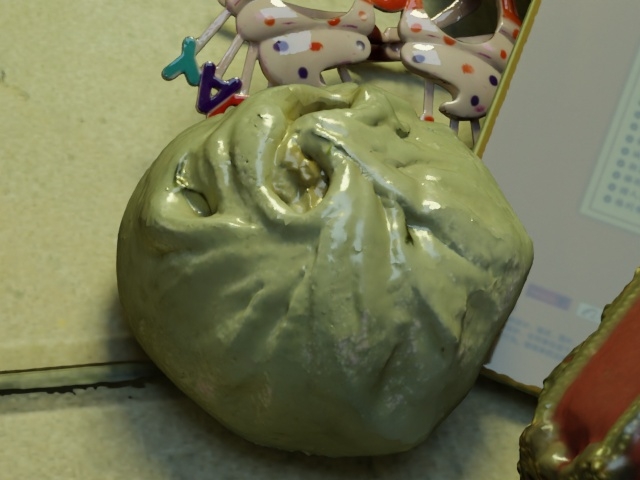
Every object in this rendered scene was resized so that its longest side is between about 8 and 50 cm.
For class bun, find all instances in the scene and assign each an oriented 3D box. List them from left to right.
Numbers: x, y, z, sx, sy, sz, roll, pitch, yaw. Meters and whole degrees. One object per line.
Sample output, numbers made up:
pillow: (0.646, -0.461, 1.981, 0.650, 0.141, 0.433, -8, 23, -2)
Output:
bun: (0.000, 0.000, 1.069, 0.231, 0.133, 0.231, -2, 62, 3)

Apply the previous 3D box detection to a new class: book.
book: (0.235, -0.066, 1.165, 0.269, 0.032, 0.389, 22, 76, 4)

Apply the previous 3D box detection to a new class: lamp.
lamp: (0.221, 0.079, 1.020, 0.177, 0.177, 0.274, 37, 77, 17)

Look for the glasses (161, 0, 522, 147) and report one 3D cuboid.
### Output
glasses: (0.020, -0.103, 1.222, 0.255, 0.095, 0.162, 5, 71, -20)
